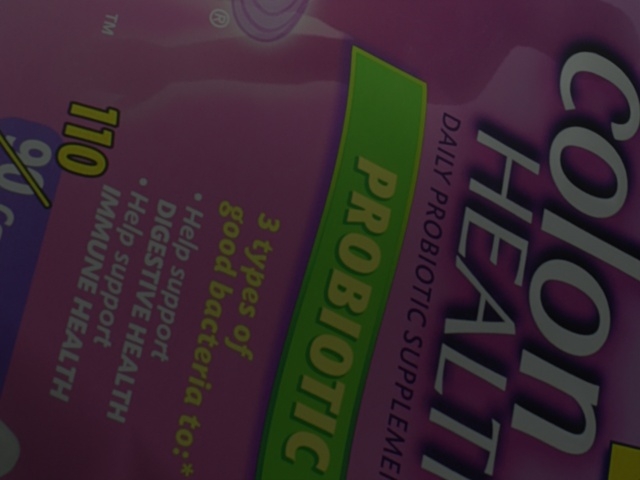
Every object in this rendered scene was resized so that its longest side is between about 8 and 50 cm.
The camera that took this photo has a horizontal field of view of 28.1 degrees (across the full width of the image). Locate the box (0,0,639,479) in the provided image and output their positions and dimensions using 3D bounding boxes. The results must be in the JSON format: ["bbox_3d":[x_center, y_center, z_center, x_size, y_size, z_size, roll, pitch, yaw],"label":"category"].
[{"bbox_3d":[0.000,0.000,0.402,0.243,0.213,0.117,16,-18,-12],"label":"box"}]
